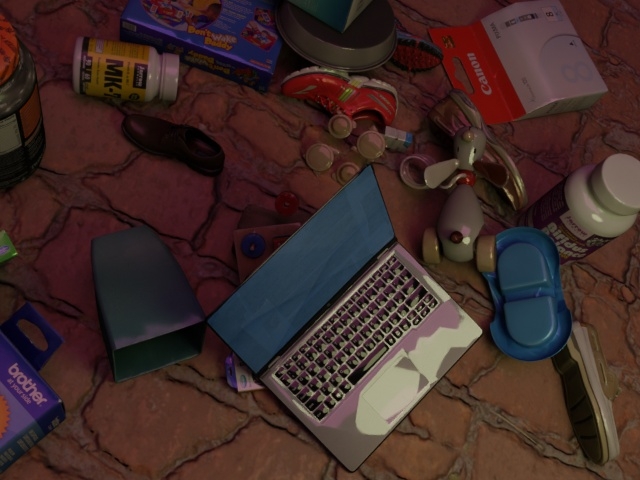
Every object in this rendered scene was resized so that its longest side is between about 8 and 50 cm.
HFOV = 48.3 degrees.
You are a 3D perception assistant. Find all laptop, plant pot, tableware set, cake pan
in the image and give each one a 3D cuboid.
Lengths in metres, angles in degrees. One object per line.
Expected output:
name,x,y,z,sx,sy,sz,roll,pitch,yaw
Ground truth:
laptop,0.070,0.155,1.273,0.382,0.236,0.408,-44,92,-11
plant pot,-0.329,0.103,1.302,0.166,0.165,0.234,-17,64,-22
tableware set,0.055,-0.200,1.590,0.141,0.020,0.168,37,91,1
cake pan,0.044,-0.511,1.638,0.294,0.054,0.293,7,57,-12

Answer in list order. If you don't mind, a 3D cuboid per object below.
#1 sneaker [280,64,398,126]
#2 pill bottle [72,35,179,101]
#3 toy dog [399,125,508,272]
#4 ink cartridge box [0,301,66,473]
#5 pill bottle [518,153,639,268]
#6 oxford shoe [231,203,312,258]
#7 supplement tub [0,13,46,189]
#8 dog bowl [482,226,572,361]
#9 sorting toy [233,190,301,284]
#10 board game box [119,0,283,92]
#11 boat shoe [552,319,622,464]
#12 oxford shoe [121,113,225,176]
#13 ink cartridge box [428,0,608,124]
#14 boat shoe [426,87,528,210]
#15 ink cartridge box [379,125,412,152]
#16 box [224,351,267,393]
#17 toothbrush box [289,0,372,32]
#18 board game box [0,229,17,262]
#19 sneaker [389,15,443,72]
sneaker,0.045,-0.320,1.633,0.279,0.107,0.118,7,76,-10
pill bottle,-0.406,-0.355,1.499,0.209,0.119,0.119,4,66,-14
toy dog,0.295,-0.091,1.521,0.220,0.161,0.333,-17,73,10
ink cartridge box,-0.605,0.267,1.150,0.270,0.151,0.395,45,61,6
pill bottle,0.577,-0.063,1.559,0.169,0.301,0.169,6,65,-14
oxford shoe,0.000,0.000,1.464,0.349,0.123,0.130,13,59,-12
supplement tub,-0.607,-0.248,1.268,0.207,0.338,0.207,6,65,-14
dog bowl,0.444,0.119,1.530,0.166,0.074,0.297,-13,65,21
sorting toy,-0.093,0.048,1.365,0.133,0.046,0.274,-7,103,1
board game box,-0.251,-0.506,1.636,0.347,0.078,0.233,19,63,-8
boat shoe,0.576,0.310,1.500,0.104,0.113,0.302,-4,67,-12
oxford shoe,-0.302,-0.218,1.484,0.227,0.096,0.082,20,64,-6
ink cartridge box,0.508,-0.465,1.839,0.385,0.091,0.308,-12,71,-22
boat shoe,0.366,-0.199,1.677,0.116,0.123,0.324,-34,81,8
ink cartridge box,0.166,-0.237,1.657,0.083,0.048,0.028,15,63,-10
box,-0.115,0.246,1.371,0.136,0.028,0.081,-5,68,-16
toothbrush box,-0.009,-0.630,1.586,0.296,0.126,0.216,32,56,5
board game box,-0.609,0.060,1.146,0.214,0.317,0.046,-30,99,-26
sneaker,0.185,-0.508,1.755,0.262,0.104,0.125,18,61,-9
